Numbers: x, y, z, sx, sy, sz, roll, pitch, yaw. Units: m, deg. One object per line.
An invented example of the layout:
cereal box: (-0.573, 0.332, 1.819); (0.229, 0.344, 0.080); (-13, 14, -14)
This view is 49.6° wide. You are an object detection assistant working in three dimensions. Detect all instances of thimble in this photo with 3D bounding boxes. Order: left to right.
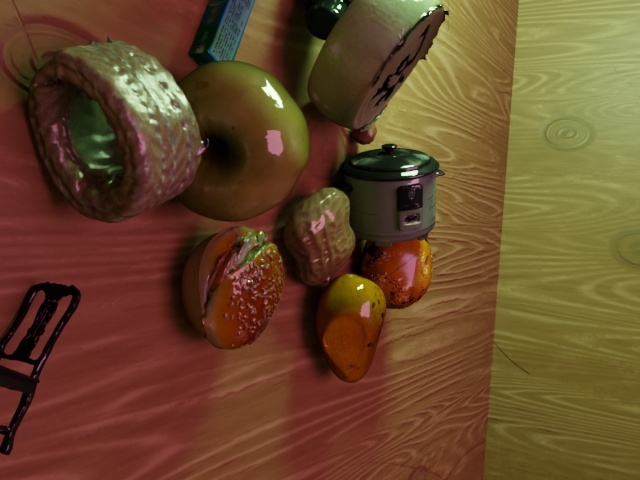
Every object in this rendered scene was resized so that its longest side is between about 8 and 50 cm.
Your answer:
thimble: (-0.281, -0.149, 0.957); (0.229, 0.196, 0.148); (57, 34, -4)

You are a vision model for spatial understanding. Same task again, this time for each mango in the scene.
mango: (0.074, 0.206, 1.655); (0.191, 0.159, 0.290); (-71, 164, -61)

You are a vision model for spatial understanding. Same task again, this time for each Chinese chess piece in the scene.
Chinese chess piece: (0.122, -0.404, 1.504); (0.349, 0.146, 0.349); (-51, 172, -9)

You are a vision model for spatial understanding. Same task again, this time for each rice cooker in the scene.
rice cooker: (0.170, -0.124, 1.696); (0.280, 0.241, 0.227); (-8, 111, -14)

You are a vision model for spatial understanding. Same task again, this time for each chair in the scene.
chair: (-0.406, 0.139, 0.863); (0.113, 0.106, 0.229); (49, 52, -54)

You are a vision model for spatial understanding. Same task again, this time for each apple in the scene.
apple: (-0.137, -0.165, 1.148); (0.262, 0.262, 0.262); (-14, 106, -59)

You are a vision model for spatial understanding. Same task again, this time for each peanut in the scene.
peanut: (0.000, 0.000, 1.545); (0.196, 0.110, 0.233); (-43, 131, -35)

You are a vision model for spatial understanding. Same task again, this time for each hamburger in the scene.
hamburger: (-0.153, 0.088, 1.254); (0.237, 0.147, 0.237); (-23, 117, -56)

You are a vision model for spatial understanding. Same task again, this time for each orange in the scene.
orange: (0.200, 0.065, 1.841); (0.234, 0.182, 0.235); (-13, 106, -51)

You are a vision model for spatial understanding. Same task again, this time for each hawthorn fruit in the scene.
hawthorn fruit: (0.101, -0.291, 1.733); (0.103, 0.066, 0.067); (60, 43, -27)

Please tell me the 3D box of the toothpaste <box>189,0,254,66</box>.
toothpaste: (-0.162, -0.431, 1.258); (0.065, 0.050, 0.267); (44, 57, -55)

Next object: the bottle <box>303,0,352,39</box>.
bottle: (0.042, -0.544, 1.512); (0.156, 0.143, 0.271); (37, 56, -27)
